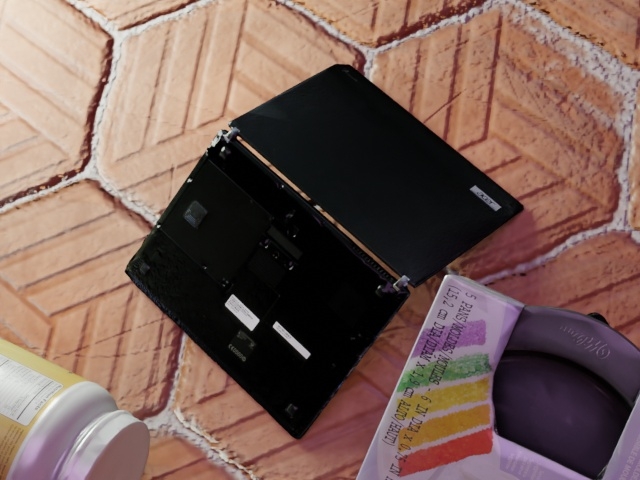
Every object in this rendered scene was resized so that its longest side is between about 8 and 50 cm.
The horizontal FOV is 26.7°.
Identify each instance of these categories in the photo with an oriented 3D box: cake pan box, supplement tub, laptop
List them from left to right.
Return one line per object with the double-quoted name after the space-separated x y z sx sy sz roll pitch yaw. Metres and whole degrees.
-0.259 0.166 1.124 0.200 0.144 0.144 23 74 16 "supplement tub"
0.000 0.000 1.220 0.234 0.136 0.264 41 105 21 "laptop"
0.164 0.183 1.055 0.246 0.070 0.267 25 94 14 "cake pan box"

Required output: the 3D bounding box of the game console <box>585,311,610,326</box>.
0.216 0.138 1.098 0.122 0.071 0.107 -35 107 -6 "game console"
